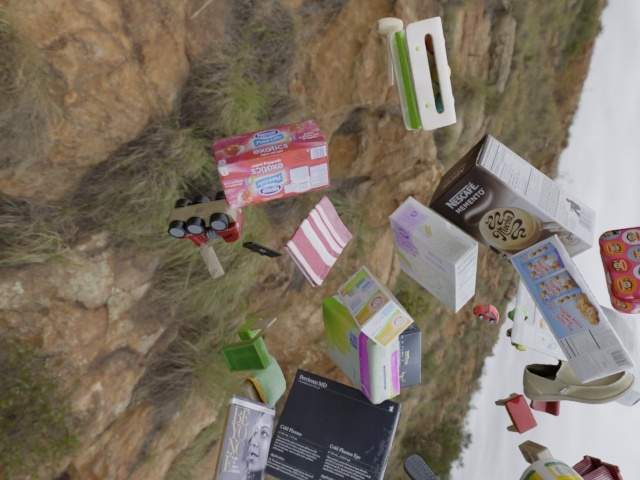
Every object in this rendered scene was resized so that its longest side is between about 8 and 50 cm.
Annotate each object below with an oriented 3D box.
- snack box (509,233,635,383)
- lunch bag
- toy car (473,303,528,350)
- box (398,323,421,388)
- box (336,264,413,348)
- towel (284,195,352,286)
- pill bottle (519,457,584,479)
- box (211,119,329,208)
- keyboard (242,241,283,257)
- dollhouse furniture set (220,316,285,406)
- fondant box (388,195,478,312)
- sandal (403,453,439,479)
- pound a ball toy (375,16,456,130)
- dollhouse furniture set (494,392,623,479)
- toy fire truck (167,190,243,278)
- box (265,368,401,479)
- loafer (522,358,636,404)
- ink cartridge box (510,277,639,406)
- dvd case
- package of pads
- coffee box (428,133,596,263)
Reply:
[{"bbox_3d":[0.314,0.085,0.580,0.022,0.064,0.178,-6,67,-56],"label":"snack box"},{"bbox_3d":[1.068,0.089,1.484,0.120,0.258,0.293,54,36,-44],"label":"lunch bag"},{"bbox_3d":[0.739,0.299,1.768,0.225,0.239,0.053,-17,138,-39],"label":"toy car"},{"bbox_3d":[0.276,0.434,1.682,0.059,0.183,0.232,-138,-138,-65],"label":"box"},{"bbox_3d":[0.143,0.175,1.235,0.114,0.103,0.203,-45,-153,6],"label":"box"},{"bbox_3d":[0.000,0.000,1.906,0.237,0.037,0.329,55,49,-24],"label":"towel"},{"bbox_3d":[0.425,0.468,0.746,0.208,0.118,0.117,-126,-136,-80],"label":"pill bottle"},{"bbox_3d":[-0.117,-0.184,1.096,0.128,0.257,0.122,84,-12,-44],"label":"box"},{"bbox_3d":[-0.258,0.031,1.988,0.192,0.100,0.038,27,58,-46],"label":"keyboard"},{"bbox_3d":[-0.169,0.429,1.529,0.197,0.151,0.301,-40,111,-59],"label":"dollhouse furniture set"},{"bbox_3d":[0.333,0.050,1.343,0.096,0.238,0.330,-42,148,-11],"label":"fondant box"},{"bbox_3d":[0.382,0.861,1.572,0.097,0.254,0.054,-20,144,-22],"label":"sandal"},{"bbox_3d":[0.276,-0.479,1.280,0.208,0.136,0.319,-135,-150,-71],"label":"pound a ball toy"},{"bbox_3d":[0.721,0.626,1.369,0.152,0.201,0.374,108,-41,-77],"label":"dollhouse furniture set"},{"bbox_3d":[-0.341,-0.010,1.468,0.246,0.217,0.158,63,23,-51],"label":"toy fire truck"},{"bbox_3d":[0.043,0.611,1.403,0.179,0.343,0.312,72,37,-61],"label":"box"},{"bbox_3d":[0.649,0.356,1.177,0.102,0.268,0.092,-35,103,-53],"label":"loafer"},{"bbox_3d":[0.799,0.306,1.458,0.308,0.385,0.091,-56,162,-44],"label":"ink cartridge box"},{"bbox_3d":[-0.183,0.507,1.122,0.164,0.018,0.221,39,48,-44],"label":"dvd case"},{"bbox_3d":[0.120,0.323,1.389,0.101,0.296,0.229,-17,117,-24],"label":"package of pads"},{"bbox_3d":[0.415,-0.069,1.001,0.119,0.297,0.168,-59,-175,-36],"label":"coffee box"}]
